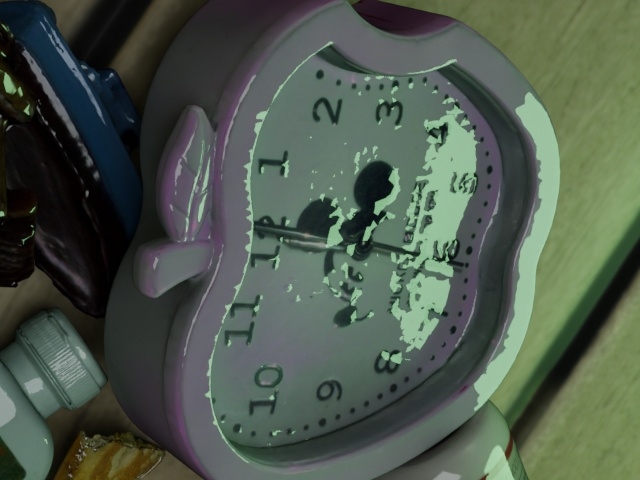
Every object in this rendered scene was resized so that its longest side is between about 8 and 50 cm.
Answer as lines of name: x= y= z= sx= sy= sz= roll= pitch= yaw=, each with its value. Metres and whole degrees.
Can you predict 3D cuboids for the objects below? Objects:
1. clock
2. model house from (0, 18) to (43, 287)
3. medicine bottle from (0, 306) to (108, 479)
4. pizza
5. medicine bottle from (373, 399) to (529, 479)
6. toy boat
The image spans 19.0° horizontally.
clock: x=0.000 y=0.000 z=1.241 sx=0.338 sy=0.102 sz=0.339 roll=-15 pitch=115 yaw=-35
model house: x=-0.281 y=-0.019 z=0.986 sx=0.297 sy=0.317 sz=0.283 roll=12 pitch=57 yaw=-13
medicine bottle: x=-0.248 y=0.132 z=1.241 sx=0.229 sy=0.083 sz=0.121 roll=-35 pitch=109 yaw=-10
pizza: x=-0.150 y=0.164 z=1.310 sx=0.108 sy=0.026 sz=0.123 roll=-22 pitch=143 yaw=-46
medicine bottle: x=0.106 y=0.237 z=1.378 sx=0.131 sy=0.131 sz=0.250 roll=-28 pitch=112 yaw=-12
toy boat: x=-0.158 y=-0.054 z=1.229 sx=0.097 sy=0.100 sz=0.223 roll=-51 pitch=128 yaw=-42
